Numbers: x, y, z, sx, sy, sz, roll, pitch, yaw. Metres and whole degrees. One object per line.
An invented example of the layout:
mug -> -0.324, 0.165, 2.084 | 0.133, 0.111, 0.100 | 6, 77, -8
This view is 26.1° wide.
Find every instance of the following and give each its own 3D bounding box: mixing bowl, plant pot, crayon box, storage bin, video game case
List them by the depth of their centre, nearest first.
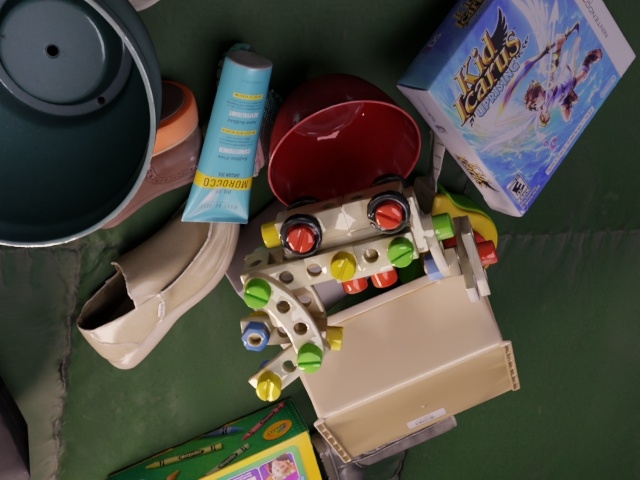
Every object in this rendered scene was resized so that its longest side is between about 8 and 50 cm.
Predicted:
plant pot -> -0.289, -0.168, 1.393 | 0.293, 0.196, 0.293 | 3, 118, 5
mixing bowl -> 0.015, -0.126, 1.595 | 0.181, 0.098, 0.181 | -12, 141, -10
video game case -> 0.244, -0.207, 1.671 | 0.269, 0.061, 0.244 | -54, 128, -13
storage bin -> 0.112, 0.164, 1.787 | 0.262, 0.123, 0.260 | -24, 157, 2
crayon box -> -0.135, 0.349, 1.895 | 0.278, 0.081, 0.165 | -22, 127, -10

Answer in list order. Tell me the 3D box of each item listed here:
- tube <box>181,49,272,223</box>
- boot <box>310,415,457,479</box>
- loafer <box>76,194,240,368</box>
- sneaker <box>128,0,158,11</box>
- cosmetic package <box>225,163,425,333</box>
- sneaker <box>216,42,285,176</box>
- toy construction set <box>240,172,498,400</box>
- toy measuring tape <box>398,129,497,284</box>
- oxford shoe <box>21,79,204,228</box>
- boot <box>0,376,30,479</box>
tube -> -0.101, -0.111, 1.566 | 0.080, 0.052, 0.207 | 5, 119, -17
boot -> 0.098, 0.298, 1.985 | 0.208, 0.076, 0.190 | -27, 130, -15
loafer -> -0.196, 0.042, 1.660 | 0.092, 0.102, 0.268 | 25, 108, -40
sneaker -> -0.141, -0.381, 1.414 | 0.131, 0.148, 0.350 | 35, 127, -12
cosmetic package -> 0.000, 0.000, 1.723 | 0.238, 0.107, 0.127 | -43, 131, 2
sneaker -> -0.074, -0.161, 1.624 | 0.076, 0.065, 0.166 | -28, 131, -30
toy construction set -> 0.047, 0.042, 1.591 | 0.327, 0.151, 0.215 | -20, 111, -3
toy measuring tape -> 0.180, -0.056, 1.765 | 0.121, 0.121, 0.330 | -2, 119, -23
oxford shoe -> -0.294, -0.048, 1.547 | 0.363, 0.130, 0.133 | -22, 133, -10
boot -> -0.552, 0.140, 1.540 | 0.367, 0.146, 0.445 | -2, 142, 8
